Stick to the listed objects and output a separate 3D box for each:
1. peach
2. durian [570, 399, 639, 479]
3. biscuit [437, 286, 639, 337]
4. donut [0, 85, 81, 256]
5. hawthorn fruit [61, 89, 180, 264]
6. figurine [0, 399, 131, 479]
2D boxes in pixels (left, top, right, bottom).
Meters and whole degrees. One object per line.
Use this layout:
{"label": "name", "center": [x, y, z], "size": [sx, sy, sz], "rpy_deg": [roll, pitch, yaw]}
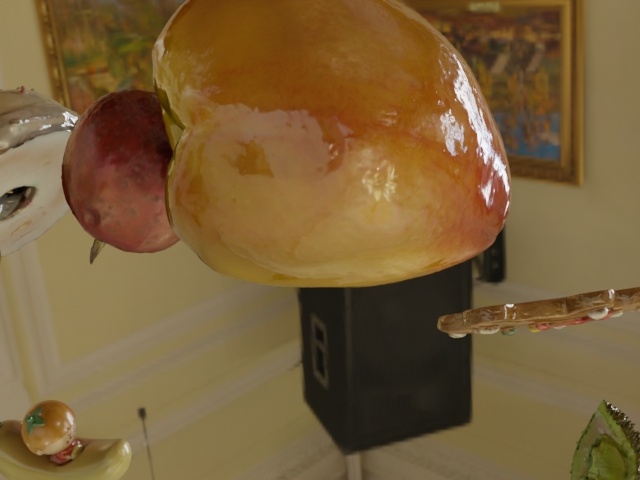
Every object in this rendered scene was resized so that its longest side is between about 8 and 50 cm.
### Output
{"label": "peach", "center": [0.012, -0.094, 0.865], "size": [0.307, 0.289, 0.289], "rpy_deg": [-4, -161, -13]}
{"label": "durian", "center": [0.531, 0.494, 1.869], "size": [0.169, 0.158, 0.352], "rpy_deg": [21, -107, 30]}
{"label": "biscuit", "center": [0.357, 0.108, 1.463], "size": [0.339, 0.047, 0.216], "rpy_deg": [-6, 174, -13]}
{"label": "donut", "center": [-0.574, -0.111, 1.716], "size": [0.382, 0.383, 0.142], "rpy_deg": [-26, -113, -43]}
{"label": "hawthorn fruit", "center": [-0.203, -0.062, 1.081], "size": [0.179, 0.200, 0.179], "rpy_deg": [29, -169, -6]}
{"label": "figurine", "center": [-0.522, 0.406, 1.947], "size": [0.324, 0.222, 0.124], "rpy_deg": [-4, -147, 24]}
